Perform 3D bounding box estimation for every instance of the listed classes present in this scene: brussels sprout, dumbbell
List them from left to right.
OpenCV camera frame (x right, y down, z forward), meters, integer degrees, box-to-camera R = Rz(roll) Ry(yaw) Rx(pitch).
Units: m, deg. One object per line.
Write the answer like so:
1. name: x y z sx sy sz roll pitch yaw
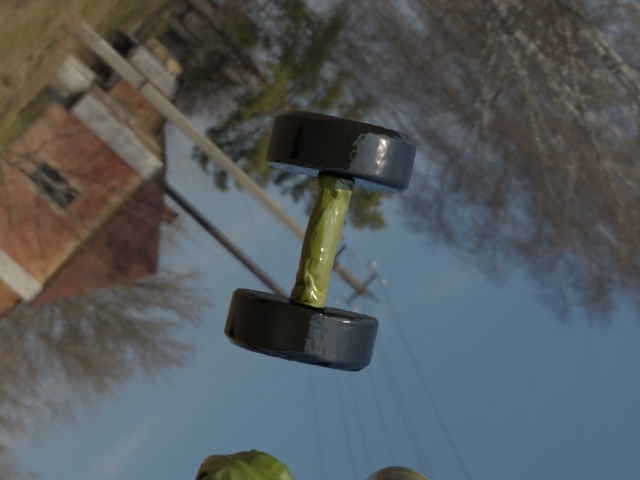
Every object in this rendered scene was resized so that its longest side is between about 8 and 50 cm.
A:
1. brussels sprout: -0.163 0.574 2.172 0.328 0.247 0.328 16 -90 70
2. dumbbell: 0.000 0.000 1.438 0.204 0.204 0.322 -170 -87 -75

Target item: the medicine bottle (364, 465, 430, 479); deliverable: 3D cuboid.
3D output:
1. medicine bottle: 0.152 0.611 2.245 0.208 0.208 0.340 -45 173 5
